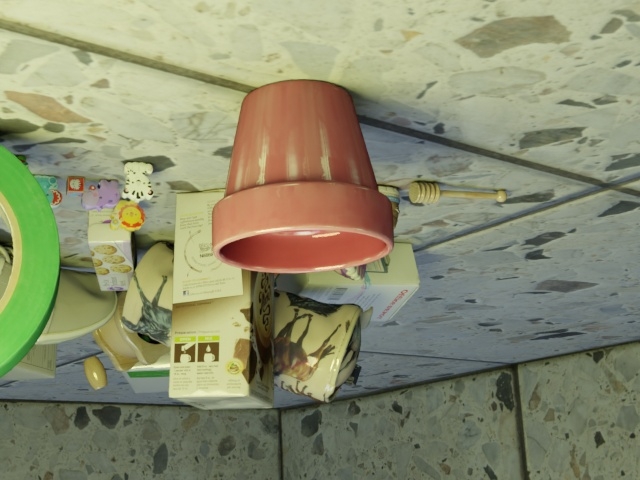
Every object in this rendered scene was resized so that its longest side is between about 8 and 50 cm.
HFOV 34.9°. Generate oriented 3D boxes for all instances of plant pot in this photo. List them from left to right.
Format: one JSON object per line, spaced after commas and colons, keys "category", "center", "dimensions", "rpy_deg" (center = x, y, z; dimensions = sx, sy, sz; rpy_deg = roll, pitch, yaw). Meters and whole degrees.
{"category": "plant pot", "center": [-0.023, -0.072, 1.142], "dimensions": [0.201, 0.180, 0.201], "rpy_deg": [-3, 165, -1]}

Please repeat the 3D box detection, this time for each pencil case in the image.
{"category": "pencil case", "center": [-0.127, 0.127, 1.661], "dimensions": [0.410, 0.160, 0.183], "rpy_deg": [18, -151, 16]}

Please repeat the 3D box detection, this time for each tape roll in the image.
{"category": "tape roll", "center": [-0.458, 0.024, 1.146], "dimensions": [0.321, 0.321, 0.077], "rpy_deg": [1, 164, -14]}

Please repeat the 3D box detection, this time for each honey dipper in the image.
{"category": "honey dipper", "center": [0.205, -0.067, 1.493], "dimensions": [0.160, 0.030, 0.030], "rpy_deg": [1, 164, -27]}

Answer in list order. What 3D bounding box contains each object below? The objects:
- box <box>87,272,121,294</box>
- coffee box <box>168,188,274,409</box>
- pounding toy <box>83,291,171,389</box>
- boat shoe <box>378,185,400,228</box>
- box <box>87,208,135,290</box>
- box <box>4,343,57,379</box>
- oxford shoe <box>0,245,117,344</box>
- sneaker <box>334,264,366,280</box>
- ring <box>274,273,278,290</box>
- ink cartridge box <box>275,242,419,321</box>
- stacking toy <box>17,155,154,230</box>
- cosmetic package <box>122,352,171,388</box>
{"category": "box", "center": [-0.476, 0.089, 1.948], "dimensions": [0.201, 0.021, 0.164], "rpy_deg": [5, 163, -29]}
{"category": "coffee box", "center": [-0.138, 0.090, 1.490], "dimensions": [0.118, 0.297, 0.168], "rpy_deg": [-3, 165, 9]}
{"category": "pounding toy", "center": [-0.395, 0.177, 2.001], "dimensions": [0.154, 0.154, 0.269], "rpy_deg": [-17, -172, 27]}
{"category": "boat shoe", "center": [0.031, -0.046, 1.460], "dimensions": [0.183, 0.066, 0.066], "rpy_deg": [1, 164, -16]}
{"category": "box", "center": [-0.329, 0.016, 1.627], "dimensions": [0.067, 0.063, 0.324], "rpy_deg": [1, 164, -9]}
{"category": "box", "center": [-0.660, 0.198, 2.086], "dimensions": [0.121, 0.148, 0.311], "rpy_deg": [-5, 163, 10]}
{"category": "oxford shoe", "center": [-0.518, 0.072, 1.672], "dimensions": [0.449, 0.169, 0.130], "rpy_deg": [10, 124, -44]}
{"category": "sneaker", "center": [0.000, 0.000, 1.599], "dimensions": [0.104, 0.095, 0.236], "rpy_deg": [-3, 161, 26]}
{"category": "ring", "center": [-0.174, 0.075, 1.937], "dimensions": [0.336, 0.032, 0.336], "rpy_deg": [-3, 165, -1]}
{"category": "ink cartridge box", "center": [0.046, 0.073, 1.795], "dimensions": [0.212, 0.093, 0.154], "rpy_deg": [4, 149, -21]}
{"category": "stacking toy", "center": [-0.338, -0.059, 1.375], "dimensions": [0.221, 0.052, 0.167], "rpy_deg": [3, 164, -17]}
{"category": "cosmetic package", "center": [-0.340, 0.242, 2.288], "dimensions": [0.197, 0.155, 0.365], "rpy_deg": [-3, 163, -5]}
